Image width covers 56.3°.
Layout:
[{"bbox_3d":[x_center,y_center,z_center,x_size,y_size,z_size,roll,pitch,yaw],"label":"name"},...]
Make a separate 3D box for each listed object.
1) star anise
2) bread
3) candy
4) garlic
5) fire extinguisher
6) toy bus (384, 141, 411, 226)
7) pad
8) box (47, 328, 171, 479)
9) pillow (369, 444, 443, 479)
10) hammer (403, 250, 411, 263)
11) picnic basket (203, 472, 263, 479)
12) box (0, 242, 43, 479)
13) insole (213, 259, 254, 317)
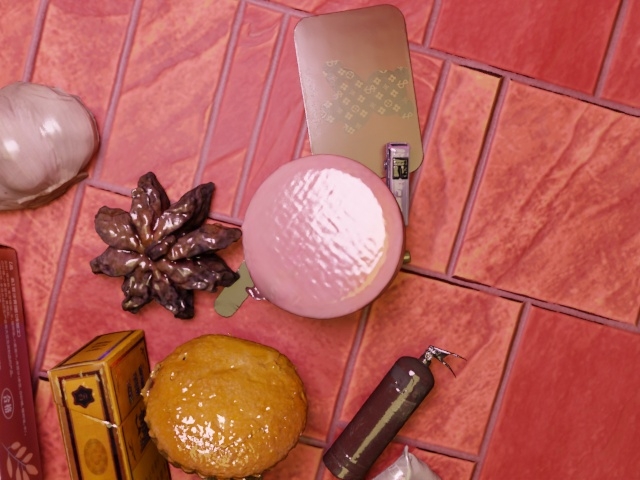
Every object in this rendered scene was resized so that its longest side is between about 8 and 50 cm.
[{"bbox_3d":[-0.239,0.010,0.906,0.236,0.109,0.223,-38,91,3],"label":"star anise"},{"bbox_3d":[-0.136,0.249,0.880,0.239,0.240,0.139,11,129,-3],"label":"bread"},{"bbox_3d":[0.000,0.000,0.892,0.255,0.094,0.256,-1,87,12],"label":"candy"},{"bbox_3d":[-0.451,-0.136,0.868,0.229,0.143,0.178,-31,97,9],"label":"garlic"},{"bbox_3d":[0.118,0.270,0.951,0.089,0.072,0.268,38,93,17],"label":"fire extinguisher"},{"bbox_3d":[0.120,-0.087,0.932,0.036,0.052,0.131,0,101,-1],"label":"toy bus"},{"bbox_3d":[0.061,-0.228,0.945,0.180,0.004,0.267,-10,95,-1],"label":"pad"},{"bbox_3d":[-0.296,0.301,0.880,0.083,0.193,0.302,-9,95,-2],"label":"box"},{"bbox_3d":[0.090,0.453,0.964,0.254,0.078,0.144,-41,116,2],"label":"pillow"},{"bbox_3d":[0.047,0.043,0.962,0.198,0.013,0.063,-7,95,-1],"label":"hammer"},{"bbox_3d":[-0.135,0.389,0.902,0.079,0.164,0.115,11,110,-12],"label":"picnic basket"},{"bbox_3d":[-0.619,0.218,0.869,0.344,0.122,0.386,-9,86,0],"label":"box"},{"bbox_3d":[-0.114,0.062,0.963,0.053,0.002,0.153,39,92,-5],"label":"insole"}]
